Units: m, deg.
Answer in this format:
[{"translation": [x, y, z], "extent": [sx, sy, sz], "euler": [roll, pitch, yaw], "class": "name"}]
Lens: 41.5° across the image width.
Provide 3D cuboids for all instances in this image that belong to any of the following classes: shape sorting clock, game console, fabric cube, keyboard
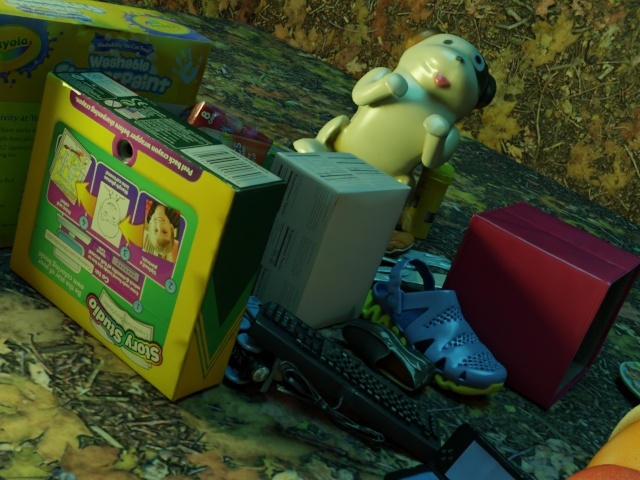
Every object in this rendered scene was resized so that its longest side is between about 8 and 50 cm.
[{"translation": [0.666, 0.295, 1.612], "extent": [0.206, 0.040, 0.206], "euler": [18, 21, -7], "class": "shape sorting clock"}, {"translation": [0.178, 0.310, 1.071], "extent": [0.144, 0.124, 0.085], "euler": [42, 3, 43], "class": "game console"}, {"translation": [0.388, 0.104, 1.532], "extent": [0.258, 0.254, 0.259], "euler": [29, 23, 26], "class": "fabric cube"}, {"translation": [0.036, 0.202, 1.161], "extent": [0.317, 0.033, 0.201], "euler": [35, 20, -4], "class": "keyboard"}]

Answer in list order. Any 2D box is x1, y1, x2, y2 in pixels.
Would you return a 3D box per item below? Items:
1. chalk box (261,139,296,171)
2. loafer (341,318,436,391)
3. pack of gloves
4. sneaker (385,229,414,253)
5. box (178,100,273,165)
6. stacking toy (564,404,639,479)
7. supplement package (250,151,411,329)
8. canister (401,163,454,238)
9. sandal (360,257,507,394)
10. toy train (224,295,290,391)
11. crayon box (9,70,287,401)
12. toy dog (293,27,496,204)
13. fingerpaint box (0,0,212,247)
[{"translation": [-0.154, -0.110, 1.579], "extent": [0.179, 0.180, 0.289], "euler": [30, 11, 25], "class": "chalk box"}, {"translation": [0.101, 0.181, 1.346], "extent": [0.170, 0.062, 0.061], "euler": [28, 27, 22], "class": "loafer"}, {"translation": [0.167, 0.067, 1.731], "extent": [0.232, 0.046, 0.195], "euler": [9, 21, -1], "class": "pack of gloves"}, {"translation": [0.126, -0.010, 1.758], "extent": [0.175, 0.067, 0.064], "euler": [-1, 21, -32], "class": "sneaker"}, {"translation": [-0.179, -0.129, 1.321], "extent": [0.123, 0.128, 0.257], "euler": [29, -3, -17], "class": "box"}, {"translation": [0.259, 0.372, 0.799], "extent": [0.480, 0.350, 0.350], "euler": [-13, 35, -26], "class": "stacking toy"}, {"translation": [0.000, 0.000, 1.409], "extent": [0.145, 0.261, 0.204], "euler": [34, 25, 31], "class": "supplement package"}, {"translation": [0.254, -0.100, 2.019], "extent": [0.073, 0.169, 0.126], "euler": [21, 21, 0], "class": "canister"}, {"translation": [0.191, 0.139, 1.427], "extent": [0.126, 0.138, 0.317], "euler": [1, 30, -46], "class": "sandal"}, {"translation": [-0.106, 0.143, 1.223], "extent": [0.105, 0.080, 0.184], "euler": [11, 22, -40], "class": "toy train"}, {"translation": [-0.250, -0.015, 1.143], "extent": [0.363, 0.313, 0.106], "euler": [32, 27, 27], "class": "crayon box"}, {"translation": [0.207, -0.268, 1.883], "extent": [0.284, 0.408, 0.395], "euler": [44, 14, 10], "class": "toy dog"}, {"translation": [-0.427, -0.191, 1.337], "extent": [0.163, 0.371, 0.445], "euler": [34, 25, 31], "class": "fingerpaint box"}]
